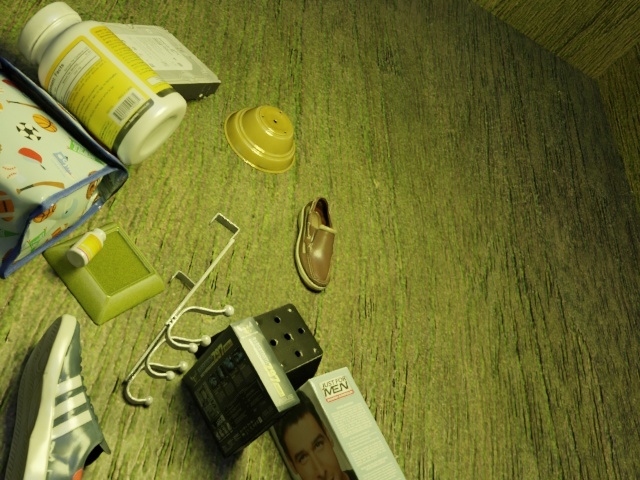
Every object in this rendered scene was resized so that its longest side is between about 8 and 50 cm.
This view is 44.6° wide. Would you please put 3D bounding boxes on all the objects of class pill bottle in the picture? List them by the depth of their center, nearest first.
[{"bbox_3d":[-0.449,0.012,1.504,0.043,0.043,0.083,38,41,-7],"label":"pill bottle"},{"bbox_3d":[-0.458,-0.331,1.628,0.334,0.188,0.188,43,40,0],"label":"pill bottle"}]

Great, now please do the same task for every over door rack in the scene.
[{"bbox_3d":[-0.245,0.137,1.486,0.108,0.239,0.324,30,43,-13],"label":"over door rack"}]

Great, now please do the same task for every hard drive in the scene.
[{"bbox_3d":[-0.419,-0.434,1.889,0.237,0.064,0.339,44,26,12],"label":"hard drive"}]

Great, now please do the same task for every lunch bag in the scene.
[{"bbox_3d":[-0.574,-0.164,1.487,0.328,0.239,0.385,42,24,-2],"label":"lunch bag"}]

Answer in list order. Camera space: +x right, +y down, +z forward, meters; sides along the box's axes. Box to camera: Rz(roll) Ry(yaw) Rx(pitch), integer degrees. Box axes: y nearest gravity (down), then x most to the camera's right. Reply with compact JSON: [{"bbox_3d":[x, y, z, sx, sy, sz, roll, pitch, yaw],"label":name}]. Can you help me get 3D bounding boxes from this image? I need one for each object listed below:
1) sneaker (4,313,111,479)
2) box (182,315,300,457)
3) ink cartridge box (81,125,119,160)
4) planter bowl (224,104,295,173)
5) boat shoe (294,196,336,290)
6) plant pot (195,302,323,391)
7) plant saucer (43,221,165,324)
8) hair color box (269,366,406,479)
[{"bbox_3d":[-0.421,0.296,1.307,0.148,0.131,0.350,24,49,-32],"label":"sneaker"},{"bbox_3d":[-0.153,0.276,1.451,0.059,0.233,0.183,-17,67,-44],"label":"box"},{"bbox_3d":[-0.484,-0.263,1.754,0.134,0.078,0.231,29,43,-17],"label":"ink cartridge box"},{"bbox_3d":[-0.138,-0.289,2.056,0.217,0.090,0.217,22,45,-23],"label":"planter bowl"},{"bbox_3d":[-0.007,-0.002,1.915,0.095,0.095,0.258,17,47,-29],"label":"boat shoe"},{"bbox_3d":[-0.109,0.233,1.576,0.188,0.167,0.187,-18,68,-45],"label":"plant pot"},{"bbox_3d":[-0.423,0.050,1.564,0.188,0.045,0.188,50,40,8],"label":"plant saucer"},{"bbox_3d":[0.052,0.458,1.502,0.113,0.185,0.375,-9,63,-43],"label":"hair color box"}]
